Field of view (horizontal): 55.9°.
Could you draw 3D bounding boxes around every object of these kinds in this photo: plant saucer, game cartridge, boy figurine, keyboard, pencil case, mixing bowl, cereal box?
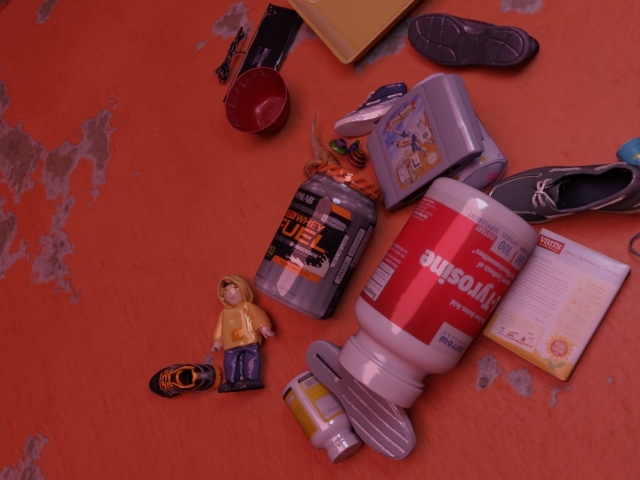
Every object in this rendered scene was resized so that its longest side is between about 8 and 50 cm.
[{"bbox_3d":[0.117,-0.633,1.525,0.333,0.081,0.332,-41,59,12],"label":"plant saucer"},{"bbox_3d":[0.204,-0.205,1.266,0.297,0.062,0.197,-37,68,54],"label":"game cartridge"},{"bbox_3d":[-0.188,0.215,1.441,0.177,0.092,0.284,-13,73,29],"label":"boy figurine"},{"bbox_3d":[-0.187,-0.516,1.694,0.202,0.033,0.317,25,88,26],"label":"keyboard"},{"bbox_3d":[0.284,-0.228,1.287,0.124,0.114,0.273,-37,61,21],"label":"pencil case"},{"bbox_3d":[-0.147,-0.349,1.576,0.182,0.098,0.181,-6,76,24],"label":"mixing bowl"},{"bbox_3d":[0.440,0.118,1.132,0.173,0.047,0.240,31,92,33],"label":"cereal box"}]

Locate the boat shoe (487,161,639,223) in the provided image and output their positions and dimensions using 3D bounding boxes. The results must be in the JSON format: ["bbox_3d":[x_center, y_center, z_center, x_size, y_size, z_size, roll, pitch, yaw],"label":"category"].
[{"bbox_3d":[0.451,-0.098,1.139,0.320,0.099,0.116,0,79,43],"label":"boat shoe"}]

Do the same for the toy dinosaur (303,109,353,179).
[{"bbox_3d":[0.004,-0.203,1.483,0.112,0.064,0.211,-35,69,-4],"label":"toy dinosaur"}]

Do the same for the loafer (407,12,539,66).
[{"bbox_3d":[0.338,-0.442,1.350,0.303,0.095,0.108,25,119,37],"label":"loafer"}]

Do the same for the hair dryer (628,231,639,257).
[{"bbox_3d":[0.685,0.045,0.994,0.294,0.080,0.223,-14,68,26],"label":"hair dryer"}]

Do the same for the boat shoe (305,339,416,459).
[{"bbox_3d":[0.093,0.313,1.243,0.302,0.094,0.109,47,110,29],"label":"boat shoe"}]

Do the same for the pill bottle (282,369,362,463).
[{"bbox_3d":[0.005,0.371,1.273,0.103,0.103,0.184,-45,59,11],"label":"pill bottle"}]

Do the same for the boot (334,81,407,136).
[{"bbox_3d":[0.122,-0.312,1.440,0.190,0.069,0.086,-11,63,18],"label":"boot"}]

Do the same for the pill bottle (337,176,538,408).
[{"bbox_3d":[0.212,0.103,1.160,0.229,0.229,0.407,34,94,33],"label":"pill bottle"}]

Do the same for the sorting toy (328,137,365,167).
[{"bbox_3d":[0.072,-0.218,1.432,0.102,0.061,0.042,40,124,4],"label":"sorting toy"}]

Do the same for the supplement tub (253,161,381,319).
[{"bbox_3d":[0.000,0.000,1.334,0.194,0.194,0.315,25,88,33],"label":"supplement tub"}]

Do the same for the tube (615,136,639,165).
[{"bbox_3d":[0.619,-0.096,1.088,0.080,0.052,0.207,-32,61,9],"label":"tube"}]

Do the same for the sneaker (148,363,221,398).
[{"bbox_3d":[-0.352,0.343,1.500,0.215,0.083,0.084,-17,69,26],"label":"sneaker"}]
